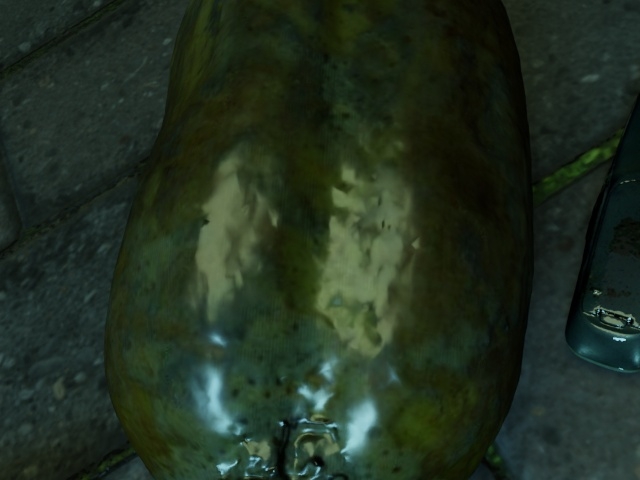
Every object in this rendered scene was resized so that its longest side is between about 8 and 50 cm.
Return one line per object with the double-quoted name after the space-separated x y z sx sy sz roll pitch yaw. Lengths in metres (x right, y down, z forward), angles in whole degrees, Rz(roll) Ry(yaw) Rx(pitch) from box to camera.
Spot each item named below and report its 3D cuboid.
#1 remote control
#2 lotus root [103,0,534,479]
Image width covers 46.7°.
0.217 -0.020 0.484 0.072 0.042 0.222 17 68 26 "remote control"
0.000 0.000 0.441 0.250 0.250 0.346 -4 60 19 "lotus root"
